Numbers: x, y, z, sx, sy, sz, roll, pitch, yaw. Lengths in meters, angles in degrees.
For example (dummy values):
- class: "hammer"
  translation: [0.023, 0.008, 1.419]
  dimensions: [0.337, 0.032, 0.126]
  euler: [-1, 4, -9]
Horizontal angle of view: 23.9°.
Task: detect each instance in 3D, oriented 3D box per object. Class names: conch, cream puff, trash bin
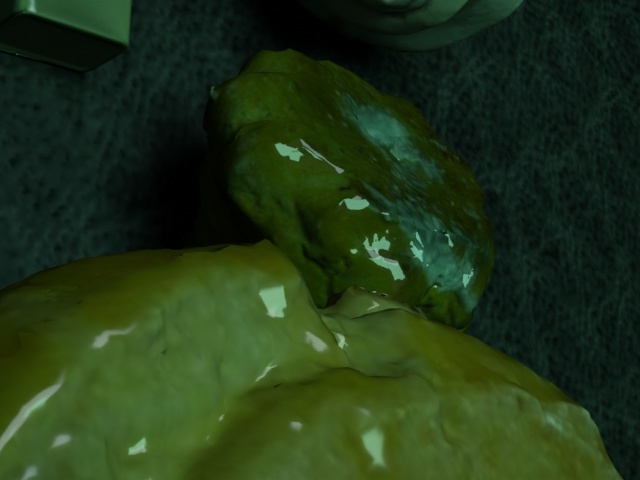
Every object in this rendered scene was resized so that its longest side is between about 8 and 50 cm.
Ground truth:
- class: "conch"
  translation: [0.035, -0.175, 0.767]
  dimensions: [0.158, 0.127, 0.255]
  euler: [21, 28, -3]
- class: "cream puff"
  translation: [0.000, 0.000, 0.643]
  dimensions: [0.146, 0.116, 0.146]
  euler: [28, 30, -18]
- class: "cream puff"
  translation: [-0.037, 0.174, 0.424]
  dimensions: [0.343, 0.231, 0.327]
  euler: [43, 50, -28]
- class: "trash bin"
  translation: [-0.109, -0.123, 0.632]
  dimensions: [0.061, 0.043, 0.092]
  euler: [13, 63, -41]
